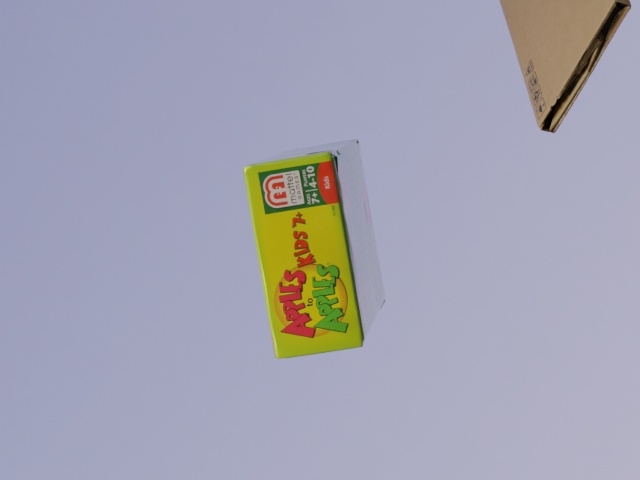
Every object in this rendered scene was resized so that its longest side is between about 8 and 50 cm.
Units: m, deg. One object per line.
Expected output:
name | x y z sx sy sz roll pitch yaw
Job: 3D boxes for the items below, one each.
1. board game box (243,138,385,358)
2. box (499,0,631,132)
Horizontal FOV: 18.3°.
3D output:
board game box | 0.000 0.000 0.999 0.181 0.043 0.092 -43 -57 -83
box | 0.229 -0.229 1.890 0.021 0.201 0.164 10 -47 -20
